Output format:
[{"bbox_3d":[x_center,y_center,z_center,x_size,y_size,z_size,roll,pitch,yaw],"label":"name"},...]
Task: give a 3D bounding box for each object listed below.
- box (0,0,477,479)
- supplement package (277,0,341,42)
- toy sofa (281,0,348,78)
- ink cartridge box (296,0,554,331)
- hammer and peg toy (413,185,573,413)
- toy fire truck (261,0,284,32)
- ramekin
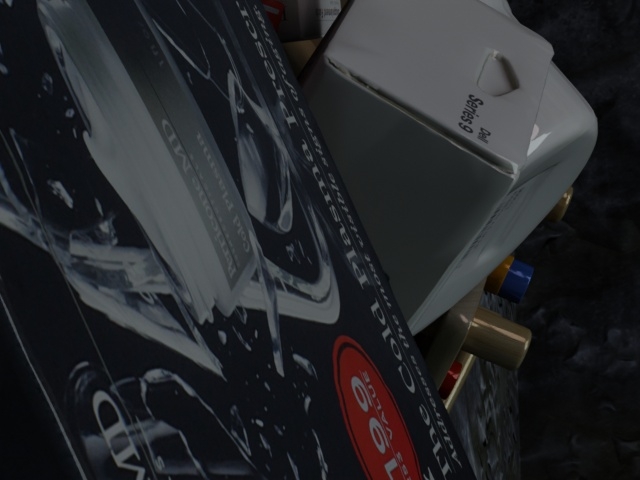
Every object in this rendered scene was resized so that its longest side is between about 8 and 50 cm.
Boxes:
[{"bbox_3d":[-0.117,-0.006,0.515,0.343,0.179,0.312,65,15,-2],"label":"box"},{"bbox_3d":[-0.070,-0.237,1.084,0.134,0.139,0.244,-32,117,-77],"label":"supplement package"},{"bbox_3d":[0.014,-0.150,1.452,0.150,0.177,0.362,56,7,13],"label":"toy sofa"},{"bbox_3d":[0.000,0.000,1.030,0.289,0.121,0.211,-57,-175,27],"label":"ink cartridge box"},{"bbox_3d":[0.092,0.093,1.592,0.361,0.127,0.266,112,1,-47],"label":"hammer and peg toy"},{"bbox_3d":[-0.105,-0.082,0.910,0.217,0.158,0.246,8,100,-64],"label":"toy fire truck"},{"bbox_3d":[0.068,-0.042,1.287,0.135,0.277,0.277,47,5,15],"label":"ramekin"}]
